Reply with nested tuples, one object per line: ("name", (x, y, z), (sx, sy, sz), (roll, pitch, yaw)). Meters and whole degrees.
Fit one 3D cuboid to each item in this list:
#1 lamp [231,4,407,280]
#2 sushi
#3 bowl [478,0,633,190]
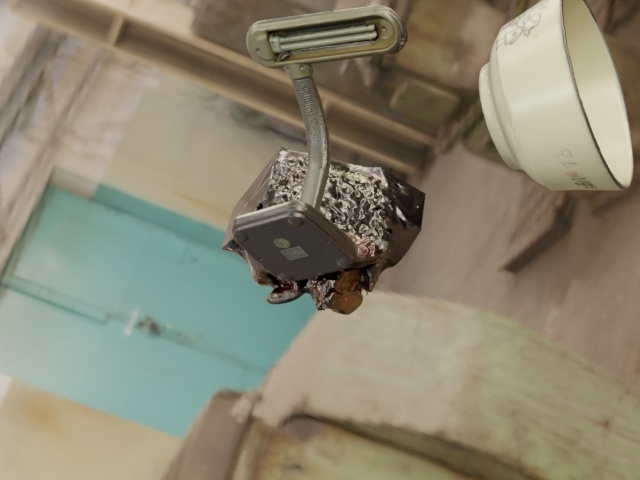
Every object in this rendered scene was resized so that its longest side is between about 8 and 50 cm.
("lamp", (0.014, -0.110, 1.405), (0.203, 0.124, 0.283), (-12, 65, 38))
("sushi", (-0.001, -0.001, 1.913), (0.215, 0.227, 0.212), (-50, 19, 38))
("bowl", (0.261, -0.157, 1.448), (0.126, 0.237, 0.237), (-16, 35, 23))
